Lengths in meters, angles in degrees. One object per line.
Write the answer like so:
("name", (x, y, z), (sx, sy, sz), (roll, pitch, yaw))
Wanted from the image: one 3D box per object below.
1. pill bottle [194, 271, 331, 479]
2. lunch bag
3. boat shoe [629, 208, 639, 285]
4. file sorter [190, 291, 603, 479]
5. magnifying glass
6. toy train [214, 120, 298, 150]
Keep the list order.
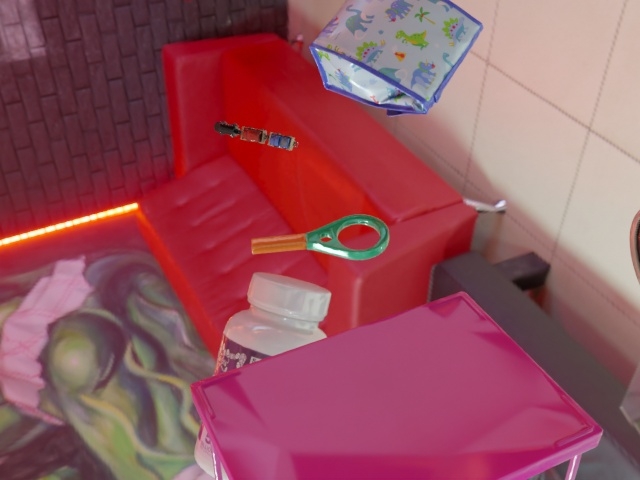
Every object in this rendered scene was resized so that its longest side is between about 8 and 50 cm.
("pill bottle", (-0.080, 0.208, 1.153), (0.169, 0.169, 0.302), (19, 95, 63))
("lunch bag", (0.088, -0.216, 0.848), (0.151, 0.129, 0.096), (25, 163, 28))
("boat shoe", (0.331, 0.057, 0.626), (0.206, 0.075, 0.065), (60, 172, -9))
("file sorter", (0.060, 0.213, 0.689), (0.202, 0.290, 0.182), (-130, 31, -48))
("magnifying glass", (0.000, 0.000, 1.260), (0.026, 0.231, 0.092), (89, 177, -45))
("toy train", (-0.115, -0.185, 1.323), (0.036, 0.158, 0.027), (-9, -68, -74))
